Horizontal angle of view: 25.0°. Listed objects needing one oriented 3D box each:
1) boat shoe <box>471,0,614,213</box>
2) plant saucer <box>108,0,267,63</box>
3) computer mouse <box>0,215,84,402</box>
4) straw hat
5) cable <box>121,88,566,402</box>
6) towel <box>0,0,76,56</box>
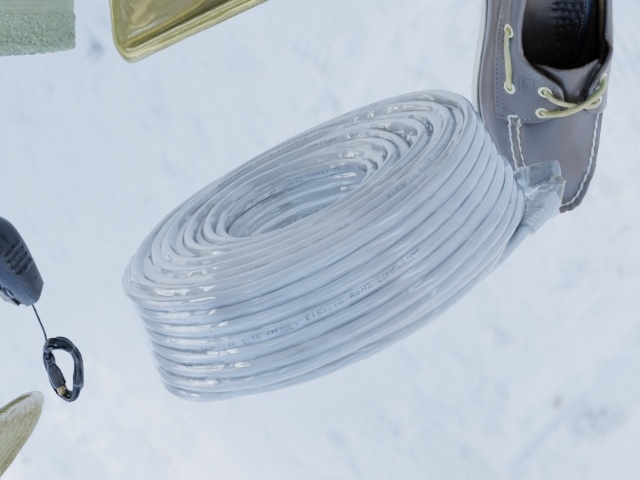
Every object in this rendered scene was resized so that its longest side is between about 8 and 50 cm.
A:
[{"bbox_3d":[0.199,-0.163,1.242,0.097,0.116,0.324,-126,28,-62],"label":"boat shoe"},{"bbox_3d":[-0.014,-0.296,0.830,0.332,0.081,0.333,-13,79,49],"label":"plant saucer"},{"bbox_3d":[-0.314,0.078,1.529,0.071,0.041,0.242,-7,119,31],"label":"computer mouse"},{"bbox_3d":[-0.268,0.146,1.027,0.061,0.144,0.144,37,147,11],"label":"straw hat"},{"bbox_3d":[0.000,0.000,0.906,0.257,0.257,0.089,-9,115,40],"label":"cable"},{"bbox_3d":[-0.343,-0.263,1.638,0.148,0.027,0.110,2,93,21],"label":"towel"}]
